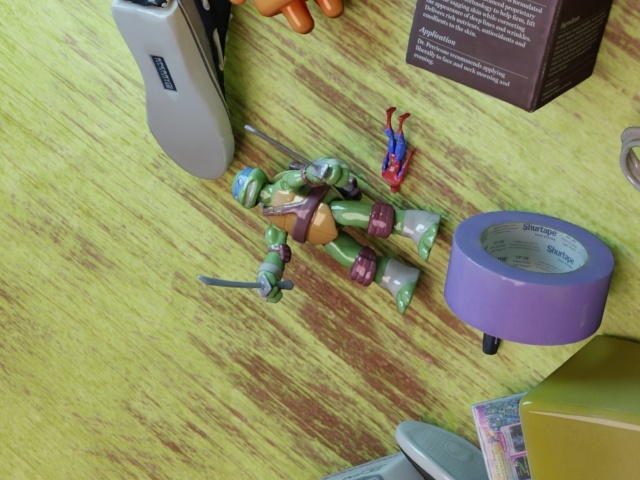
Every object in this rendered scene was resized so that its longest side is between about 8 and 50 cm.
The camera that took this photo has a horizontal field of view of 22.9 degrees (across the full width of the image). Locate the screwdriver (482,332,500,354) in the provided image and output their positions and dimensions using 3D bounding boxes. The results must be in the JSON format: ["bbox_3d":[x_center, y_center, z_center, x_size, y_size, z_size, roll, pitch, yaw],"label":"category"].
[{"bbox_3d":[0.225,0.065,1.977,0.025,0.024,0.169,9,110,-1],"label":"screwdriver"}]

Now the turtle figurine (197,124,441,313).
[{"bbox_3d":[0.000,0.000,1.962,0.266,0.274,0.197,20,88,1],"label":"turtle figurine"}]

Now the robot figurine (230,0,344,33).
[{"bbox_3d":[-0.050,-0.357,1.913,0.158,0.128,0.219,-24,95,45],"label":"robot figurine"}]

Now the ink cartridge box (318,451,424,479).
[{"bbox_3d":[0.014,0.392,2.085,0.207,0.283,0.117,-25,90,38],"label":"ink cartridge box"}]

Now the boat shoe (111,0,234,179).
[{"bbox_3d":[-0.155,-0.240,2.053,0.127,0.158,0.340,17,146,23],"label":"boat shoe"}]

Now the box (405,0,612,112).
[{"bbox_3d":[0.219,-0.276,1.740,0.168,0.167,0.203,26,121,24],"label":"box"}]

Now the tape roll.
[{"bbox_3d":[0.242,0.041,1.843,0.189,0.189,0.080,22,121,25],"label":"tape roll"}]

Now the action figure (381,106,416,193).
[{"bbox_3d":[0.096,-0.110,1.982,0.038,0.030,0.115,24,126,31],"label":"action figure"}]

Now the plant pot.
[{"bbox_3d":[0.374,0.243,1.816,0.187,0.212,0.212,-1,108,38],"label":"plant pot"}]

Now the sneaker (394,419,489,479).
[{"bbox_3d":[0.193,0.367,2.063,0.296,0.104,0.147,37,120,11],"label":"sneaker"}]

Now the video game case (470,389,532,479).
[{"bbox_3d":[0.275,0.264,1.966,0.143,0.019,0.157,-14,91,8],"label":"video game case"}]

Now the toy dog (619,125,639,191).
[{"bbox_3d":[0.457,-0.134,1.648,0.220,0.161,0.333,46,160,20],"label":"toy dog"}]
